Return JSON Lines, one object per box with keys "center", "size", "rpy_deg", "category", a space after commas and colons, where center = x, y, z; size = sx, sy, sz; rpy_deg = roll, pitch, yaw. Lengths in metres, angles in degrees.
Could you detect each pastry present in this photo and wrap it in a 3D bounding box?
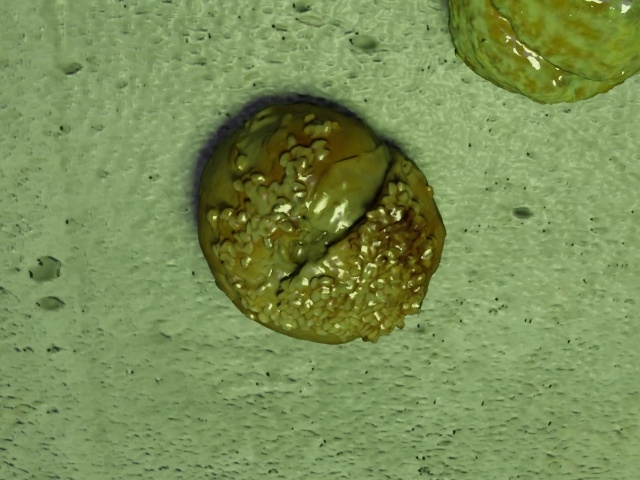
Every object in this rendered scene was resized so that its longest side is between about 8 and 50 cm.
{"center": [0.000, 0.000, 1.355], "size": [0.284, 0.184, 0.315], "rpy_deg": [-38, 109, 17], "category": "pastry"}

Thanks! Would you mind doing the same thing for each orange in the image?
{"center": [0.304, -0.296, 1.198], "size": [0.271, 0.210, 0.368], "rpy_deg": [9, 119, -30], "category": "orange"}
